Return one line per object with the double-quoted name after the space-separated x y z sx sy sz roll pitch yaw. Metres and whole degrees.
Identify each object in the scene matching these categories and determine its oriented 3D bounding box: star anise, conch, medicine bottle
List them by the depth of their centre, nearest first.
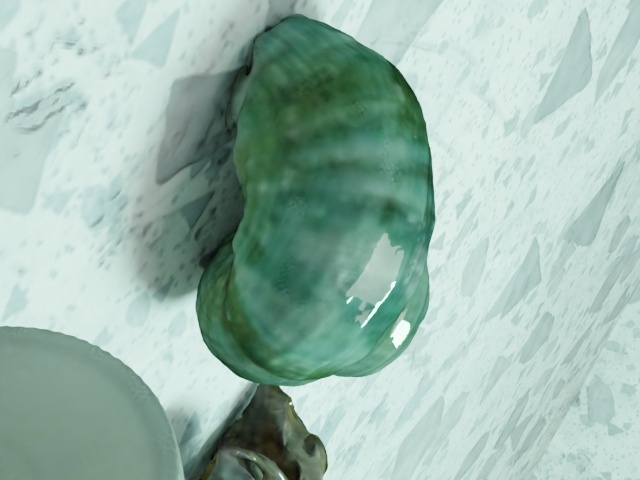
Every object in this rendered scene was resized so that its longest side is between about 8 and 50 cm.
-0.162 0.235 0.665 0.224 0.224 0.384 -44 153 -33 "medicine bottle"
0.000 0.000 0.802 0.277 0.195 0.220 57 33 -39 "conch"
-0.062 0.286 1.009 0.332 0.117 0.331 12 90 -74 "star anise"
